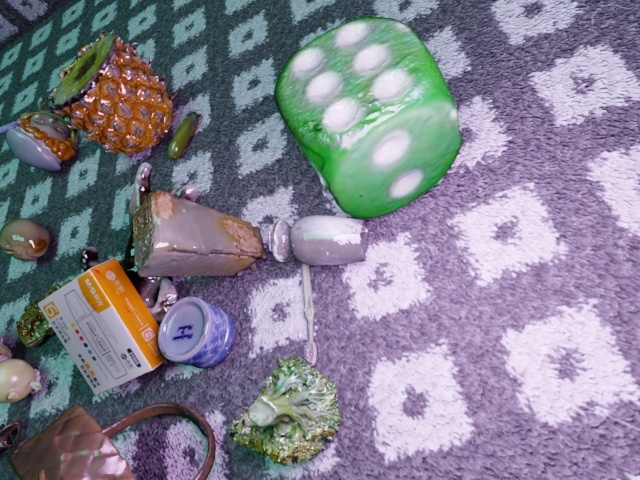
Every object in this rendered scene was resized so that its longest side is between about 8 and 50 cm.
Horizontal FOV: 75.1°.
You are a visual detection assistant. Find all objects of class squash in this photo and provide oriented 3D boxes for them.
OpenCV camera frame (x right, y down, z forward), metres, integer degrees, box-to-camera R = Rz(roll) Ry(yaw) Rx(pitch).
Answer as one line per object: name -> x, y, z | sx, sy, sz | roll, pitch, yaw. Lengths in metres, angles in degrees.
squash -> -0.435, -0.338, 1.330 | 0.052, 0.052, 0.184 | 15, 71, 31

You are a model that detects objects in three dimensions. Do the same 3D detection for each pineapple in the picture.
pineapple -> -0.649, -0.459, 1.341 | 0.351, 0.300, 0.353 | -11, 64, 22

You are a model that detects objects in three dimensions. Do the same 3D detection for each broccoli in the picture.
broccoli -> -0.075, 0.308, 0.755 | 0.219, 0.194, 0.194 | -29, 57, 5

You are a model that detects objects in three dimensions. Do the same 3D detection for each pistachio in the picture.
pistachio -> -1.003, -0.007, 1.415 | 0.215, 0.144, 0.144 | 34, 85, 40

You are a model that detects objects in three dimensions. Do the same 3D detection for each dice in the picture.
dice -> 0.096, -0.243, 0.862 | 0.286, 0.300, 0.297 | -29, 56, 10

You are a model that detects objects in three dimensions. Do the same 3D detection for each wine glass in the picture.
wine glass -> 0.000, 0.000, 0.904 | 0.204, 0.111, 0.111 | -1, 66, 16

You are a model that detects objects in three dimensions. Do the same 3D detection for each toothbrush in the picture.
toothbrush -> -0.029, 0.129, 0.918 | 0.026, 0.028, 0.295 | -16, 56, 18

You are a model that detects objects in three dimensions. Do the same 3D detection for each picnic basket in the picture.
picnic basket -> -0.368, 0.449, 0.820 | 0.292, 0.337, 0.338 | 17, 75, 39

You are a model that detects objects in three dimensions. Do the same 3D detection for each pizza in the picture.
pizza -> -0.837, 0.220, 1.259 | 0.226, 0.069, 0.147 | -37, 54, 7

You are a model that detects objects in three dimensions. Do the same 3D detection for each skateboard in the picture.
skateboard -> -0.861, 0.555, 1.122 | 0.080, 0.067, 0.151 | 40, 85, 26

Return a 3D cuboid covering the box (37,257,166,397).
box -> -0.509, 0.206, 0.987 | 0.220, 0.091, 0.274 | -29, 94, 23

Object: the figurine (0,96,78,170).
figurine -> -1.044, -0.425, 1.637 | 0.205, 0.224, 0.382 | -34, 28, 35

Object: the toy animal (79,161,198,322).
toy animal -> -0.402, 0.012, 1.063 | 0.302, 0.194, 0.345 | 38, 98, 30

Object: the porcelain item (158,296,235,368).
porcelain item -> -0.277, 0.212, 0.948 | 0.147, 0.114, 0.147 | -12, 60, 22

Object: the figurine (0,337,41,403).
figurine -> -0.951, 0.332, 1.182 | 0.393, 0.226, 0.275 | 19, 103, 23

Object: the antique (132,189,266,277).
antique -> -0.259, 0.006, 0.936 | 0.125, 0.284, 0.150 | -38, 53, 36
